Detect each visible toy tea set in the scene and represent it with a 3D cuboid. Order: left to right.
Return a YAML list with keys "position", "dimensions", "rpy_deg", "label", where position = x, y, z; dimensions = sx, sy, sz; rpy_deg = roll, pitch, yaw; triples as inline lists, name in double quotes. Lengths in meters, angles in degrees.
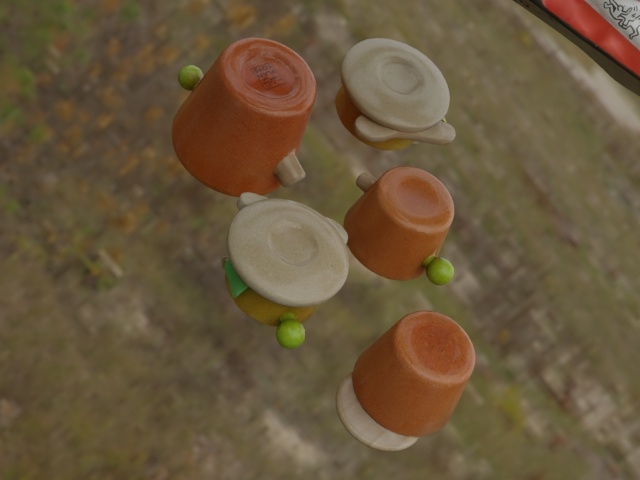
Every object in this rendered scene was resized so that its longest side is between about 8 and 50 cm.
- position: [0.000, 0.000, 1.299]
  dimensions: [0.200, 0.124, 0.336]
  rpy_deg: [8, 52, -20]
  label: "toy tea set"

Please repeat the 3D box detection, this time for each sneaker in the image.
- position: [0.228, -0.181, 1.233]
  dimensions: [0.270, 0.145, 0.090]
  rpy_deg: [33, 4, -25]
  label: "sneaker"
